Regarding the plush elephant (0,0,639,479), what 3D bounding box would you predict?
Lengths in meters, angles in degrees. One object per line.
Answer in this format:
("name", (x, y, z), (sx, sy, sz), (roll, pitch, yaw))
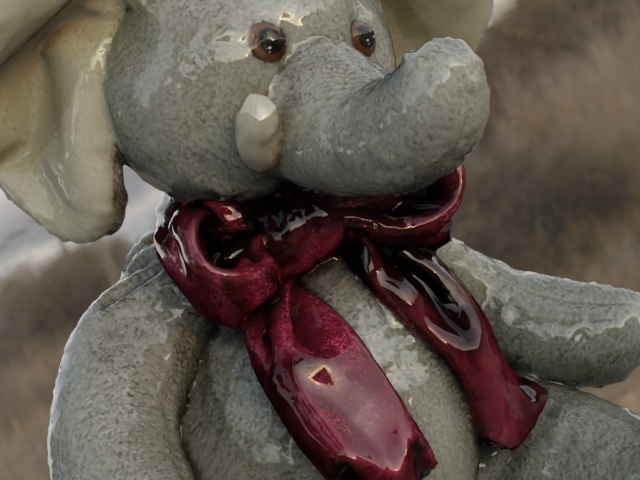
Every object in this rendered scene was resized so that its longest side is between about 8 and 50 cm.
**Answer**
("plush elephant", (0.000, 0.000, 0.739), (0.272, 0.255, 0.330), (-20, 28, -31))
